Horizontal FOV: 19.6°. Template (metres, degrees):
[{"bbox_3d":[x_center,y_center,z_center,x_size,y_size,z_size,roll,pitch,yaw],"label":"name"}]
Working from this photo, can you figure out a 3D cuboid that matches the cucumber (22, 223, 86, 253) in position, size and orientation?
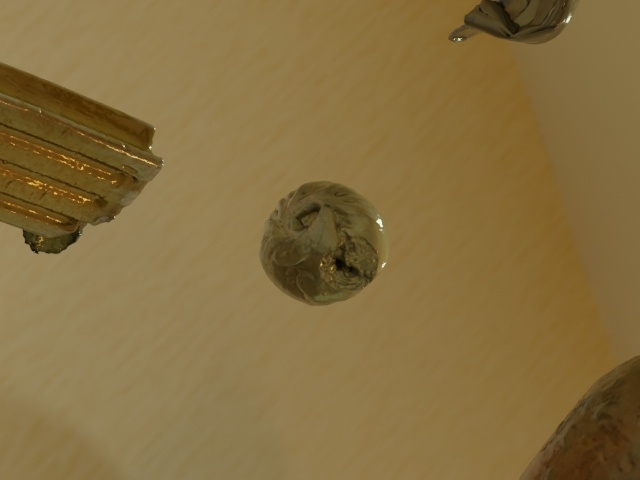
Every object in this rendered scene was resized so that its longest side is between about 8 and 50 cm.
[{"bbox_3d":[-0.337,-0.038,2.402,0.072,0.081,0.303,58,1,-9],"label":"cucumber"}]

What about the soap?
[{"bbox_3d":[-0.281,-0.084,1.752,0.232,0.073,0.140,21,-51,-39],"label":"soap"}]

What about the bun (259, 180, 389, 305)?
[{"bbox_3d":[0.000,0.000,2.654,0.193,0.178,0.128,35,-10,47],"label":"bun"}]

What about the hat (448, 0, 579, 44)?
[{"bbox_3d":[0.188,-0.225,1.696,0.085,0.147,0.175,30,-11,-2],"label":"hat"}]

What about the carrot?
[{"bbox_3d":[0.309,0.289,1.944,0.224,0.340,0.224,37,13,-10],"label":"carrot"}]
